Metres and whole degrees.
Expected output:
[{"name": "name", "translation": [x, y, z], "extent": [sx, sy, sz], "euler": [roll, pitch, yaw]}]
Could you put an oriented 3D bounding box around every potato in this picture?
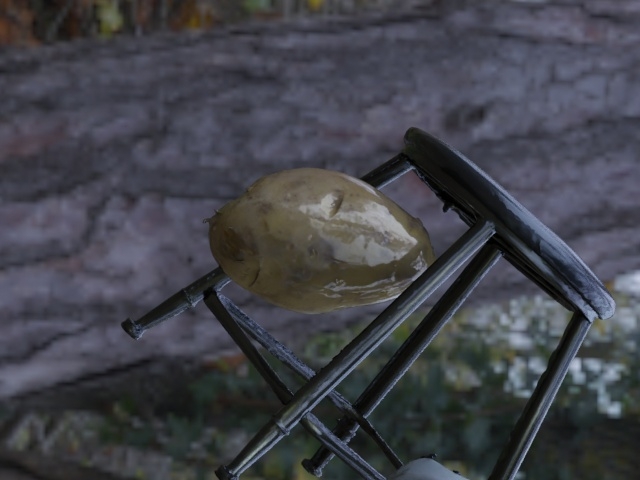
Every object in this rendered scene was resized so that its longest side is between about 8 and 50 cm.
[{"name": "potato", "translation": [0.000, -0.004, 1.673], "extent": [0.128, 0.234, 0.161], "euler": [-81, 160, -64]}]

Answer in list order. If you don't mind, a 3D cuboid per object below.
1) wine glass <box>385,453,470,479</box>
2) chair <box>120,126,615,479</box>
[{"name": "wine glass", "translation": [0.074, 0.319, 1.451], "extent": [0.196, 0.165, 0.165], "euler": [-38, 150, -36]}, {"name": "chair", "translation": [0.084, 0.117, 1.765], "extent": [0.410, 0.362, 0.364], "euler": [-47, -147, 1]}]
